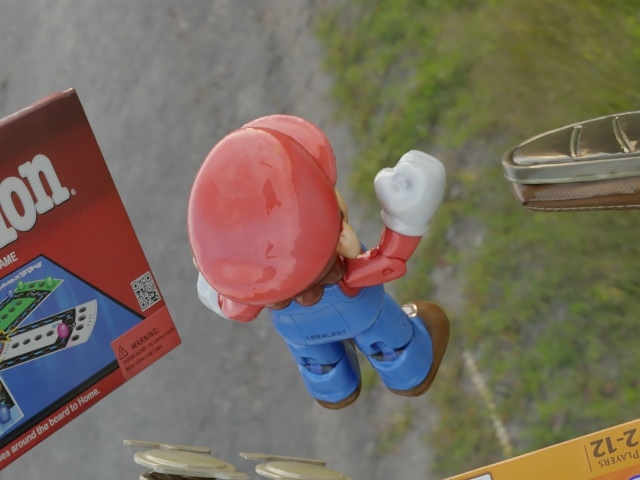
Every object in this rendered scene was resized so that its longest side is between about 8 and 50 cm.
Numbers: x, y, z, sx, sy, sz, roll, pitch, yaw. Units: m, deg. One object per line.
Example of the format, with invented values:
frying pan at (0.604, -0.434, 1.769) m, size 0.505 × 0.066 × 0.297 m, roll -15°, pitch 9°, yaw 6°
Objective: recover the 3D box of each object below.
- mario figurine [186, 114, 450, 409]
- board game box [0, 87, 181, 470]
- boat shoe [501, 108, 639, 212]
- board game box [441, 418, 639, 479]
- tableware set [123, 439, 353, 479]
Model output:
mario figurine at (0.000, 0.000, 1.422) m, size 0.198 × 0.320 × 0.170 m, roll -39°, pitch 55°, yaw -5°
board game box at (-0.181, 0.043, 0.840) m, size 0.027 × 0.145 × 0.281 m, roll -13°, pitch 14°, yaw 39°
boat shoe at (0.296, -0.044, 1.411) m, size 0.110 × 0.307 × 0.104 m, roll -82°, pitch -16°, yaw -65°
board game box at (0.373, 0.394, 1.887) m, size 0.357 × 0.356 × 0.356 m, roll -20°, pitch 66°, yaw 18°
tableware set at (-0.066, 0.209, 1.576) m, size 0.128 × 0.194 × 0.039 m, roll -165°, pitch 84°, yaw -71°
